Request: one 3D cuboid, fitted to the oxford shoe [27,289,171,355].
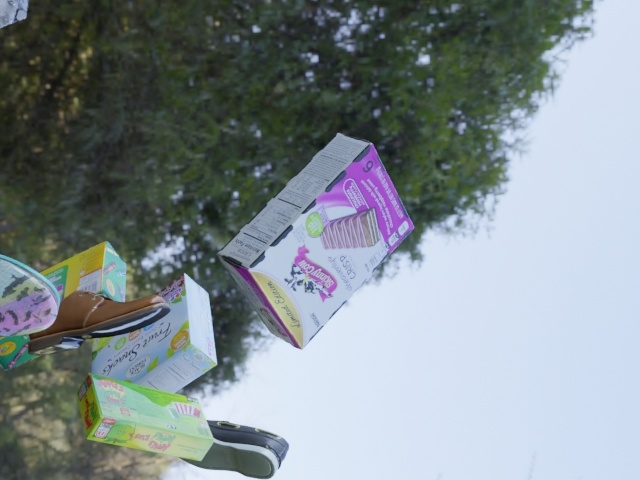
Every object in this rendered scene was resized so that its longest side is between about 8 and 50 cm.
[{"bbox_3d":[-0.309,0.098,1.347,0.076,0.212,0.076,46,32,-71],"label":"oxford shoe"}]

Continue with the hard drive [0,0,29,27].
[{"bbox_3d":[-0.478,-0.328,0.973,0.064,0.237,0.339,-100,169,-48],"label":"hard drive"}]

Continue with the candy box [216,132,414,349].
[{"bbox_3d":[0.000,0.000,1.251,0.071,0.233,0.159,23,-27,46],"label":"candy box"}]

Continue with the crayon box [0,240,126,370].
[{"bbox_3d":[-0.530,0.130,1.977,0.081,0.278,0.165,58,12,-35],"label":"crayon box"}]

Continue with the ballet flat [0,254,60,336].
[{"bbox_3d":[-0.317,0.033,0.775,0.222,0.079,0.076,22,-58,14],"label":"ballet flat"}]

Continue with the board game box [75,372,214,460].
[{"bbox_3d":[-0.246,0.250,1.383,0.043,0.181,0.092,-56,-144,18],"label":"board game box"}]

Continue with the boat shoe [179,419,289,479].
[{"bbox_3d":[-0.163,0.347,1.681,0.228,0.068,0.081,10,-59,24],"label":"boat shoe"}]

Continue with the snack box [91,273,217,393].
[{"bbox_3d":[-0.269,0.177,1.570,0.207,0.070,0.174,-35,-144,16],"label":"snack box"}]
